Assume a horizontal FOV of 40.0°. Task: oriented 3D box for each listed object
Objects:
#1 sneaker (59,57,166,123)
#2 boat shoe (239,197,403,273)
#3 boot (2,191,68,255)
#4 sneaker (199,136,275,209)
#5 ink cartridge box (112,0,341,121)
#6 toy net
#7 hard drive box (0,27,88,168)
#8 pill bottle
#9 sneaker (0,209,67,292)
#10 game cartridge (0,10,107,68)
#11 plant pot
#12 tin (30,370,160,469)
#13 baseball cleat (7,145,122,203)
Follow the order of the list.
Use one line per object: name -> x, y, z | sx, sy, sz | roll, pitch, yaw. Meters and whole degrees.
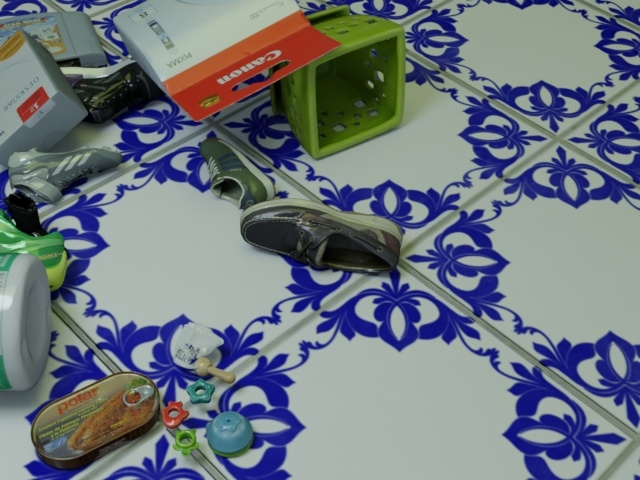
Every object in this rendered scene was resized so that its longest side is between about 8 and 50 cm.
sneaker -> -0.417, -0.284, 1.771 | 0.283, 0.107, 0.124 | -8, 54, 0
boat shoe -> 0.000, 0.000, 1.509 | 0.285, 0.103, 0.092 | 9, 41, -3
boot -> -0.486, -0.024, 1.500 | 0.121, 0.099, 0.045 | 28, 48, 21
sneaker -> -0.178, -0.123, 1.638 | 0.192, 0.064, 0.086 | 38, 50, 25
ink cartridge box -> -0.185, -0.392, 1.645 | 0.308, 0.091, 0.385 | -30, 40, -12
toy net -> -0.184, 0.224, 1.320 | 0.122, 0.045, 0.232 | -13, 46, -13
hard drive box -> -0.572, -0.266, 1.684 | 0.181, 0.089, 0.232 | -42, 54, 4
pill bottle -> -0.595, 0.118, 1.282 | 0.361, 0.204, 0.204 | 0, 46, -4
sneaker -> -0.559, 0.009, 1.446 | 0.295, 0.109, 0.123 | 12, 70, -3
game cartridge -> -0.632, -0.418, 1.909 | 0.297, 0.062, 0.198 | -15, 53, -17
plant pot -> 0.019, -0.332, 1.753 | 0.227, 0.228, 0.207 | -25, 45, -24
tin -> -0.324, 0.260, 1.280 | 0.189, 0.040, 0.106 | -23, 56, -24
baseball cleat -> -0.468, -0.119, 1.628 | 0.206, 0.072, 0.109 | -5, 72, -17
